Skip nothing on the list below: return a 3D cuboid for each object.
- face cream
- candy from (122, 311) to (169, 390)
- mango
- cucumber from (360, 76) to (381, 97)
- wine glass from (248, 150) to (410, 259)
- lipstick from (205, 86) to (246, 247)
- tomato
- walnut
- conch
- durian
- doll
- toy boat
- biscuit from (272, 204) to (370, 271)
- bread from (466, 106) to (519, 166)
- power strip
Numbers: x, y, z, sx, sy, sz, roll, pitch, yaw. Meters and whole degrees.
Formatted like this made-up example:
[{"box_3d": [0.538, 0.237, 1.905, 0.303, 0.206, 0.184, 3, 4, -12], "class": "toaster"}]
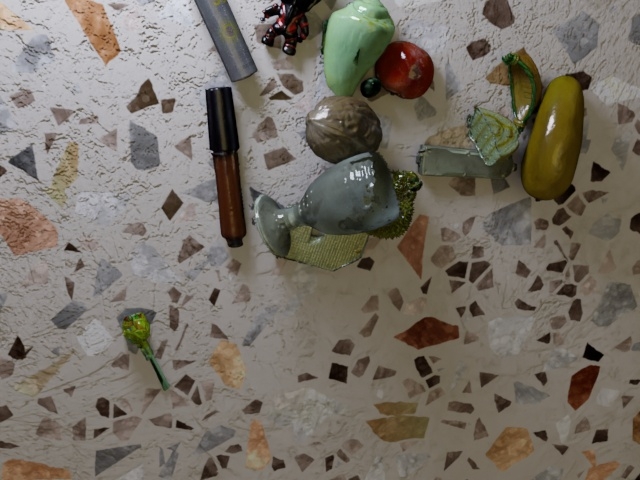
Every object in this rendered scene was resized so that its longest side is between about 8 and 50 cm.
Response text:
[{"box_3d": [-0.239, -0.522, 1.549, 0.073, 0.073, 0.283, -24, 109, 0], "class": "face cream"}, {"box_3d": [-0.475, 0.315, 1.794, 0.073, 0.077, 0.262, -25, 118, -16], "class": "candy"}, {"box_3d": [0.614, -0.265, 1.699, 0.142, 0.195, 0.331, 10, 105, 13], "class": "mango"}, {"box_3d": [0.132, -0.388, 1.635, 0.048, 0.105, 0.048, -1, 97, -7], "class": "cucumber"}, {"box_3d": [0.021, -0.087, 1.588, 0.357, 0.190, 0.190, -16, 111, 21], "class": "wine glass"}, {"box_3d": [-0.240, -0.182, 1.657, 0.077, 0.077, 0.418, -6, 110, -7], "class": "lipstick"}, {"box_3d": [0.219, -0.429, 1.639, 0.159, 0.091, 0.139, 26, 101, -13], "class": "tomato"}, {"box_3d": [0.052, -0.274, 1.610, 0.230, 0.178, 0.178, 11, 109, -47], "class": "walnut"}, {"box_3d": [0.076, -0.485, 1.598, 0.143, 0.137, 0.250, 18, 126, -40], "class": "conch"}, {"box_3d": [0.174, -0.101, 1.715, 0.159, 0.146, 0.198, 16, 100, 3], "class": "durian"}, {"box_3d": [-0.061, -0.578, 1.558, 0.127, 0.088, 0.248, 6, 118, -32], "class": "doll"}, {"box_3d": [0.525, -0.390, 1.696, 0.088, 0.089, 0.229, -28, 122, -15], "class": "toy boat"}, {"box_3d": [0.000, 0.000, 1.767, 0.250, 0.046, 0.147, 15, 104, -12], "class": "biscuit"}, {"box_3d": [0.466, -0.282, 1.704, 0.110, 0.103, 0.156, -19, 78, -13], "class": "bread"}, {"box_3d": [0.395, -0.212, 1.758, 0.286, 0.048, 0.080, 2, 110, -9], "class": "power strip"}]
